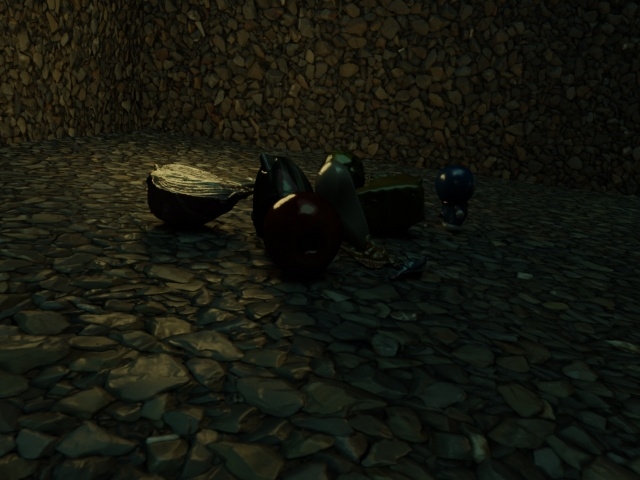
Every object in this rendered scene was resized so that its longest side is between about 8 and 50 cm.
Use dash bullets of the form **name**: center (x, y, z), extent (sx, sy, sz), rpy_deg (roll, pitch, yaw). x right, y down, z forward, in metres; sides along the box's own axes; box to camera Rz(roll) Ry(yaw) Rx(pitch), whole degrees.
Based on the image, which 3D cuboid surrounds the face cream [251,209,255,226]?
- **face cream**: center (-0.121, -0.088, 1.806), extent (0.263, 0.083, 0.149), rpy_deg (-7, 31, -37)

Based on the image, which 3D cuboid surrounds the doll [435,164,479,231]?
- **doll**: center (0.532, -0.165, 2.026), extent (0.161, 0.257, 0.215), rpy_deg (-2, 13, -3)

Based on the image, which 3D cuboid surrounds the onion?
- **onion**: center (-0.400, -0.126, 1.718), extent (0.348, 0.159, 0.267), rpy_deg (12, 28, -7)

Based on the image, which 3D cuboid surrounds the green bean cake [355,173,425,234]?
- **green bean cake**: center (0.222, -0.127, 1.919), extent (0.284, 0.202, 0.310), rpy_deg (-7, 17, -2)

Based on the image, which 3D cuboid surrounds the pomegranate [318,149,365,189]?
- **pomegranate**: center (0.114, -0.293, 2.378), extent (0.203, 0.222, 0.276), rpy_deg (-4, -8, 27)

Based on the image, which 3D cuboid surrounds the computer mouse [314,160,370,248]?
- **computer mouse**: center (0.058, -0.103, 1.633), extent (0.121, 0.297, 0.184), rpy_deg (-21, 22, -10)

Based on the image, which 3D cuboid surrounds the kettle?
- **kettle**: center (-0.102, -0.149, 1.634), extent (0.250, 0.207, 0.271), rpy_deg (10, 48, -31)

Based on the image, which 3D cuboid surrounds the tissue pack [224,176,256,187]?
- **tissue pack**: center (-0.360, -0.268, 2.415), extent (0.122, 0.026, 0.193), rpy_deg (17, 20, 30)

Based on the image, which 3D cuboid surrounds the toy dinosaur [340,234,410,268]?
- **toy dinosaur**: center (0.141, 0.052, 1.532), extent (0.212, 0.057, 0.142), rpy_deg (-13, 42, -20)

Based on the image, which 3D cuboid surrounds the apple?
- **apple**: center (-0.048, -0.020, 1.382), extent (0.218, 0.218, 0.201), rpy_deg (1, 15, -18)

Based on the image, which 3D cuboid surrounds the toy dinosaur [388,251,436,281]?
- **toy dinosaur**: center (0.253, 0.072, 1.470), extent (0.197, 0.045, 0.080), rpy_deg (-19, 53, -36)
